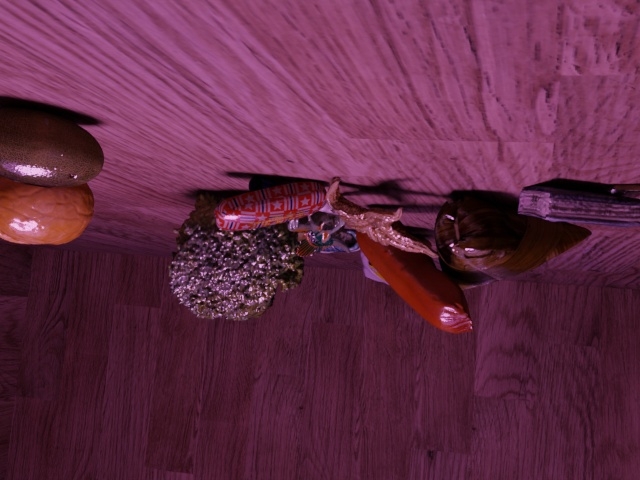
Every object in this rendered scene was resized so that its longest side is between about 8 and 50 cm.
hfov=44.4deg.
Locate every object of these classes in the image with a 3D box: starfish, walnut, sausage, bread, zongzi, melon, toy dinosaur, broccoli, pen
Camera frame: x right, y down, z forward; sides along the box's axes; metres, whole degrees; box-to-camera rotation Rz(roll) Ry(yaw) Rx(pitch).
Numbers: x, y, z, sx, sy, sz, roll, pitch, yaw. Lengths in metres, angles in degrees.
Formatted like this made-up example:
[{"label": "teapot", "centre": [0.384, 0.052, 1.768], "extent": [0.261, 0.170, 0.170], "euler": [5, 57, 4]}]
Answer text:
[{"label": "starfish", "centre": [0.098, -0.033, 1.344], "extent": [0.235, 0.062, 0.277], "euler": [30, 172, -20]}, {"label": "walnut", "centre": [-0.481, -0.067, 1.324], "extent": [0.159, 0.159, 0.206], "euler": [0, 174, 38]}, {"label": "sausage", "centre": [0.165, 0.056, 1.452], "extent": [0.094, 0.348, 0.097], "euler": [-31, 134, -6]}, {"label": "bread", "centre": [-0.012, -0.031, 1.707], "extent": [0.172, 0.064, 0.232], "euler": [7, 176, -19]}, {"label": "zongzi", "centre": [0.347, -0.012, 1.380], "extent": [0.288, 0.134, 0.286], "euler": [-11, 166, 9]}, {"label": "melon", "centre": [-0.352, -0.116, 0.992], "extent": [0.162, 0.099, 0.099], "euler": [10, 172, -35]}, {"label": "toy dinosaur", "centre": [-0.002, -0.002, 1.494], "extent": [0.106, 0.044, 0.187], "euler": [-33, 151, -11]}, {"label": "broccoli", "centre": [-0.172, 0.024, 1.557], "extent": [0.288, 0.260, 0.235], "euler": [1, 159, 13]}, {"label": "pen", "centre": [-0.031, -0.077, 1.424], "extent": [0.033, 0.033, 0.269], "euler": [1, 174, 37]}]

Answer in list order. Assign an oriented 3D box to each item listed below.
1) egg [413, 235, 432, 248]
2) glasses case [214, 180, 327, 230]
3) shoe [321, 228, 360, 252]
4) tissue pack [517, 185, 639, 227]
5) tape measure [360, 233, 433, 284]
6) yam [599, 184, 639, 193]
[{"label": "egg", "centre": [0.234, 0.025, 1.983], "extent": [0.096, 0.080, 0.080], "euler": [15, 174, -2]}, {"label": "glasses case", "centre": [-0.081, -0.055, 1.321], "extent": [0.194, 0.049, 0.073], "euler": [-13, 159, -10]}, {"label": "shoe", "centre": [0.042, 0.000, 1.977], "extent": [0.143, 0.064, 0.071], "euler": [3, 176, -7]}, {"label": "tissue pack", "centre": [0.392, -0.050, 1.188], "extent": [0.156, 0.051, 0.112], "euler": [6, -176, -9]}, {"label": "tape measure", "centre": [0.184, 0.040, 1.871], "extent": [0.178, 0.105, 0.196], "euler": [25, 155, 17]}, {"label": "yam", "centre": [0.453, -0.073, 1.121], "extent": [0.107, 0.014, 0.014], "euler": [4, 175, 33]}]
